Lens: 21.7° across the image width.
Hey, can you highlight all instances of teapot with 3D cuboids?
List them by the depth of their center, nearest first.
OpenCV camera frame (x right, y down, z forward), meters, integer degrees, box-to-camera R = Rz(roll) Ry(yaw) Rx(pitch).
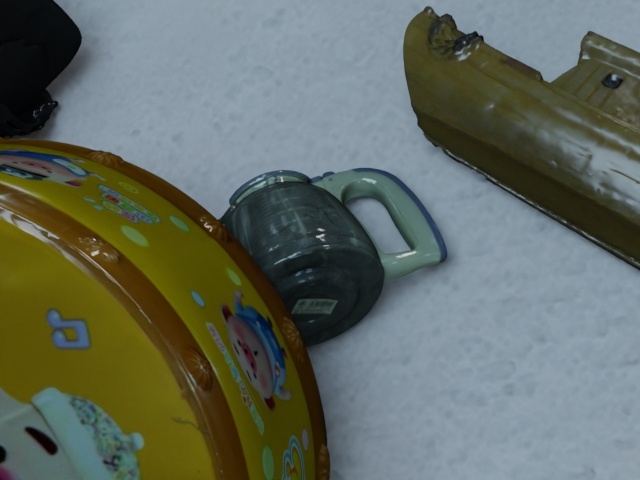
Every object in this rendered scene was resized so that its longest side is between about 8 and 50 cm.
[{"bbox_3d":[-0.007,-0.003,1.143,0.149,0.111,0.108,-31,54,13],"label":"teapot"}]

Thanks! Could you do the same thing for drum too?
[{"bbox_3d":[-0.218,0.147,1.029,0.431,0.214,0.431,2,100,12],"label":"drum"}]

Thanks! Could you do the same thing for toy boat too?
[{"bbox_3d":[0.191,-0.071,1.109,0.321,0.089,0.121,32,80,24],"label":"toy boat"}]

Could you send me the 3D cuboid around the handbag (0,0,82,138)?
[{"bbox_3d":[-0.315,-0.126,1.236,0.181,0.181,0.254,41,93,25],"label":"handbag"}]
